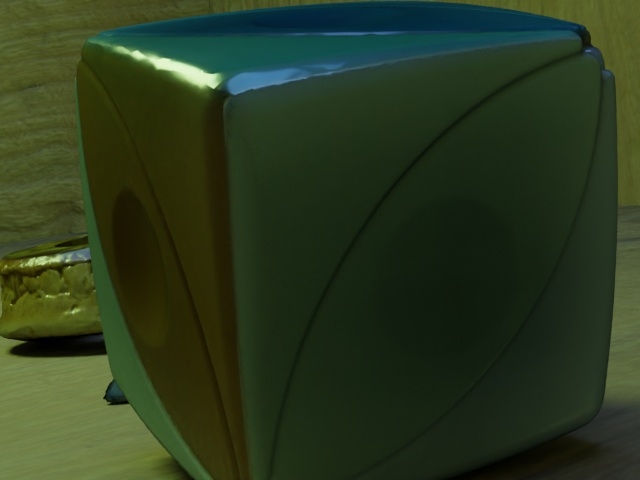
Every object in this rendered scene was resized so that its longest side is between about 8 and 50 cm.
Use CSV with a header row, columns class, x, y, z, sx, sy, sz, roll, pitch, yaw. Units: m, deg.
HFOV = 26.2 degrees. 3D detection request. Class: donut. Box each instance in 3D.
class,x,y,z,sx,sy,sz,roll,pitch,yaw
donut,-0.299,0.060,1.967,0.330,0.160,0.330,-4,-2,0

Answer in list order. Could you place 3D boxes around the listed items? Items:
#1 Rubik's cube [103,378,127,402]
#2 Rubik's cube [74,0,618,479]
class,x,y,z,sx,sy,sz,roll,pitch,yaw
Rubik's cube,-0.097,0.100,1.504,0.178,0.190,0.211,18,21,29
Rubik's cube,0.013,-0.010,1.137,0.351,0.347,0.352,-12,18,-27
